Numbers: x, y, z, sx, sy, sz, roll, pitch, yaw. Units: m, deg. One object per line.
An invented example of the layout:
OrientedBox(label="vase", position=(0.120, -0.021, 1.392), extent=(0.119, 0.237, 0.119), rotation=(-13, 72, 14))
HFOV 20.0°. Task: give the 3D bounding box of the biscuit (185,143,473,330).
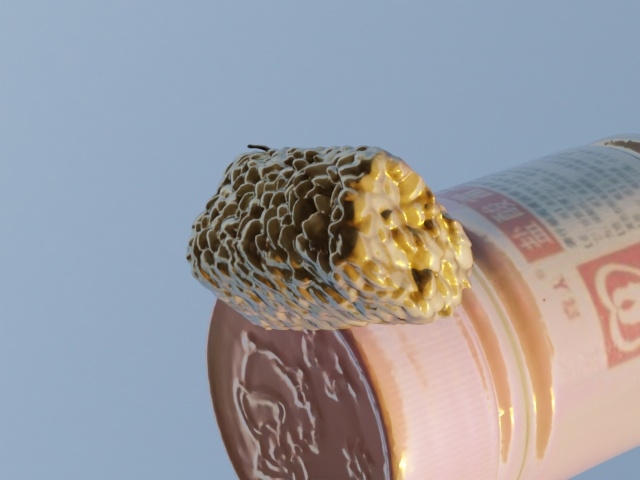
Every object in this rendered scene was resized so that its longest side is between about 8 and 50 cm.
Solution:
OrientedBox(label="biscuit", position=(0.000, 0.000, 0.829), extent=(0.070, 0.082, 0.168), rotation=(-56, -155, -18))

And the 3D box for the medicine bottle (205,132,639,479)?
OrientedBox(label="medicine bottle", position=(0.108, 0.063, 1.142), extent=(0.202, 0.316, 0.202), rotation=(29, -52, 45))
